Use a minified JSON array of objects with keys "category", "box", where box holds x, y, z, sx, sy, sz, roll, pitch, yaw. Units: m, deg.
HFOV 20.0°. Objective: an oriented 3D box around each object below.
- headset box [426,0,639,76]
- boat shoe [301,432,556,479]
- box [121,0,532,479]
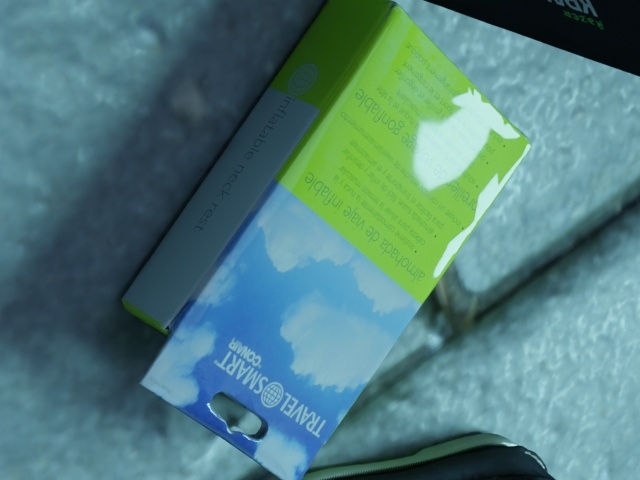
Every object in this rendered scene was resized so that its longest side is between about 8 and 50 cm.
[{"category":"headset box","box":[0.120,-0.194,0.619,0.283,0.246,0.131,-47,131,-12]},{"category":"boat shoe","box":[0.030,0.142,0.810,0.206,0.065,0.075,-17,118,-33]},{"category":"box","box":[0.000,0.000,0.740,0.109,0.042,0.178,40,82,-41]}]
